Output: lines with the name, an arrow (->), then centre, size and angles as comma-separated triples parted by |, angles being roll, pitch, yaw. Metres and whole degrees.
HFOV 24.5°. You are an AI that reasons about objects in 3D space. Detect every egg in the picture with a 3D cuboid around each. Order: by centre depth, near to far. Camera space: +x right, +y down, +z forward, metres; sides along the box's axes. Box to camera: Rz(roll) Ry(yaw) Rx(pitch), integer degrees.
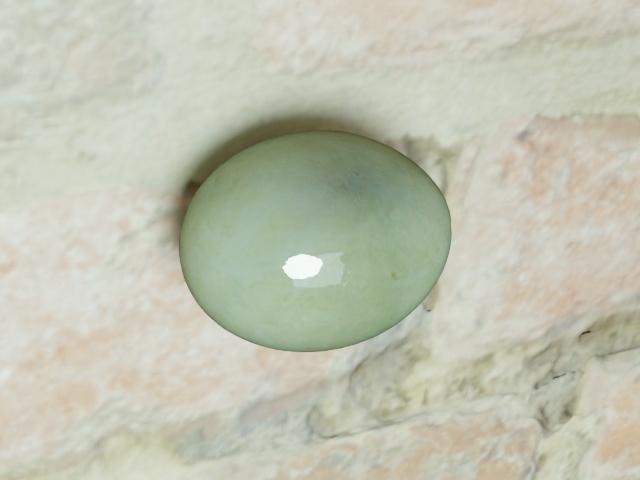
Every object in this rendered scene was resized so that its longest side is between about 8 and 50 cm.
egg -> 0.000, 0.000, 0.764 | 0.152, 0.114, 0.114 | -5, 121, -32
